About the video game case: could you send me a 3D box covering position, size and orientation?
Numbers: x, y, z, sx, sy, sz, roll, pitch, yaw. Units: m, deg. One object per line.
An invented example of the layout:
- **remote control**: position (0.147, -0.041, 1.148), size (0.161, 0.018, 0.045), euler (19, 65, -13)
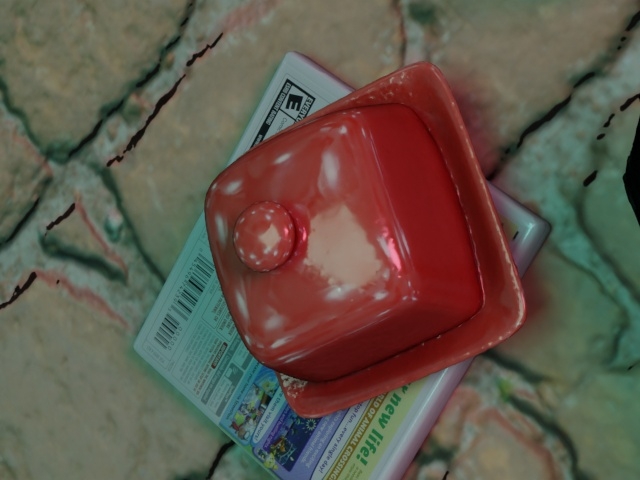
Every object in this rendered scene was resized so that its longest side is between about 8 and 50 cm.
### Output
- **video game case**: position (0.003, 0.029, 0.835), size (0.193, 0.023, 0.212), euler (38, 107, 29)

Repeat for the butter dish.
- **butter dish**: position (0.000, 0.000, 0.753), size (0.160, 0.118, 0.160), euler (-26, 74, 30)

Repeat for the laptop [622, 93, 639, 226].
- **laptop**: position (0.231, 0.025, 0.587), size (0.136, 0.264, 0.234), euler (-19, 76, 4)
